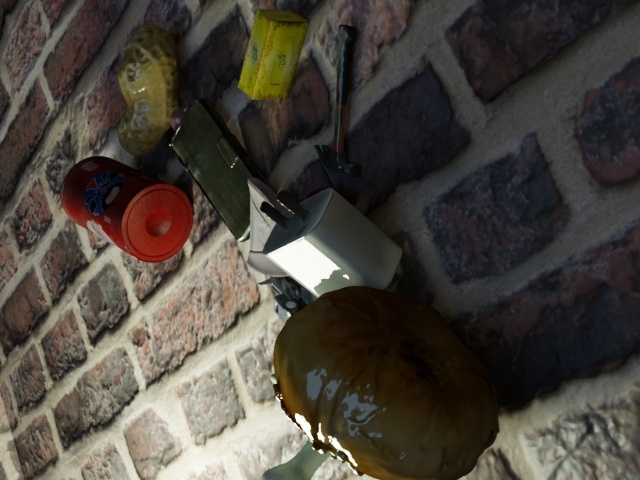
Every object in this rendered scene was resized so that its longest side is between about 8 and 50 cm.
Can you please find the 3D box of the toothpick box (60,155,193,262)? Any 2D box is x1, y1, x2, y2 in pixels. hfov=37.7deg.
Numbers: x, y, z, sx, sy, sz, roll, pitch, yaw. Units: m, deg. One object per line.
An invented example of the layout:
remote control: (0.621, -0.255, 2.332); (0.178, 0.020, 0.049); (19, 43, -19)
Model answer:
toothpick box: (-0.496, -0.085, 2.384); (0.333, 0.204, 0.204); (22, 113, 47)

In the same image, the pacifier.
pacifier: (-0.017, 0.396, 1.826); (0.343, 0.269, 0.288); (24, 157, 48)

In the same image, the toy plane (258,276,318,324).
toy plane: (-0.068, 0.128, 1.985); (0.267, 0.088, 0.212); (43, 140, 39)

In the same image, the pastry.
pastry: (0.104, 0.254, 1.586); (0.409, 0.410, 0.245); (45, 119, 36)

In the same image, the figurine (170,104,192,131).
figurine: (-0.324, -0.289, 2.241); (0.071, 0.067, 0.083); (42, 130, 35)

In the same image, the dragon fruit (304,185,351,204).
dragon fruit: (-0.004, -0.057, 1.882); (0.190, 0.094, 0.094); (-14, 86, 63)

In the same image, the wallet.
wallet: (-0.224, -0.161, 2.138); (0.317, 0.044, 0.169); (53, 129, 21)

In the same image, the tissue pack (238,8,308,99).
tissue pack: (-0.097, -0.380, 1.924); (0.062, 0.095, 0.176); (45, 128, 38)

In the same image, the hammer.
hammer: (0.042, -0.272, 1.824); (0.111, 0.033, 0.287); (22, 113, 46)

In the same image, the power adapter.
power adapter: (0.000, 0.000, 1.747); (0.255, 0.124, 0.187); (40, 143, -19)

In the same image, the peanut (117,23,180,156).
peanut: (-0.421, -0.359, 2.282); (0.140, 0.153, 0.325); (30, 113, 49)

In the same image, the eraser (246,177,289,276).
eraser: (-0.079, -0.002, 1.966); (0.243, 0.059, 0.204); (31, 125, 46)
